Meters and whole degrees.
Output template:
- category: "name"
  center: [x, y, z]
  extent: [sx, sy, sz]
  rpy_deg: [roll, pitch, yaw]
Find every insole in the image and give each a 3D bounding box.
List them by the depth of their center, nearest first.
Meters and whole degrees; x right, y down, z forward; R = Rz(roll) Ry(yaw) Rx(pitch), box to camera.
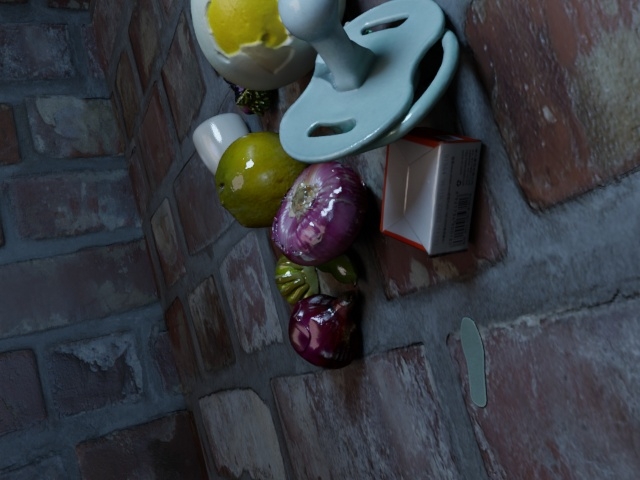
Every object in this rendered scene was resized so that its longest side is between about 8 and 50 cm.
- category: "insole"
  center: [0.253, 0.201, 1.011]
  extent: [0.053, 0.002, 0.152]
  rpy_deg: [4, 103, 60]

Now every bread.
- category: "bread"
  center: [-0.062, 0.089, 1.454]
  extent: [0.083, 0.095, 0.157]
  rpy_deg: [153, 113, -65]

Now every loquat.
- category: "loquat"
  center: [-0.111, -0.147, 1.363]
  extent: [0.213, 0.246, 0.213]
  rpy_deg: [51, -175, -7]

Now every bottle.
- category: "bottle"
  center: [-0.226, -0.200, 1.603]
  extent: [0.236, 0.148, 0.147]
  rpy_deg: [65, 149, 11]

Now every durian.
- category: "durian"
  center: [-0.154, -0.365, 1.487]
  extent: [0.108, 0.119, 0.186]
  rpy_deg: [53, -176, -38]

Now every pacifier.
- category: "pacifier"
  center: [0.045, -0.280, 0.903]
  extent: [0.288, 0.269, 0.343]
  rpy_deg: [1, 59, 39]

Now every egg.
- category: "egg"
  center: [-0.104, -0.431, 1.152]
  extent: [0.345, 0.283, 0.283]
  rpy_deg: [-46, 60, 60]

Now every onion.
- category: "onion"
  center: [0.015, -0.042, 1.219]
  extent: [0.230, 0.163, 0.230]
  rpy_deg: [-38, 32, 28]
- category: "onion"
  center: [0.007, 0.180, 1.312]
  extent: [0.173, 0.135, 0.198]
  rpy_deg: [54, 141, 33]

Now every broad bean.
- category: "broad bean"
  center: [-0.002, 0.009, 1.353]
  extent: [0.318, 0.056, 0.098]
  rpy_deg: [52, 140, 43]

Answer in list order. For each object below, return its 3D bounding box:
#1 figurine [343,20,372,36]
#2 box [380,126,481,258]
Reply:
- category: "figurine"
  center: [0.043, -0.335, 1.147]
  extent: [0.083, 0.083, 0.187]
  rpy_deg: [64, 154, 26]
- category: "box"
  center: [0.173, -0.080, 0.965]
  extent: [0.133, 0.099, 0.182]
  rpy_deg: [28, 121, 55]
